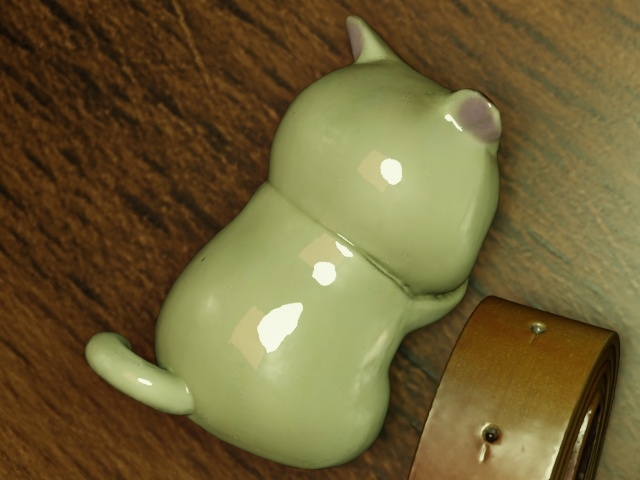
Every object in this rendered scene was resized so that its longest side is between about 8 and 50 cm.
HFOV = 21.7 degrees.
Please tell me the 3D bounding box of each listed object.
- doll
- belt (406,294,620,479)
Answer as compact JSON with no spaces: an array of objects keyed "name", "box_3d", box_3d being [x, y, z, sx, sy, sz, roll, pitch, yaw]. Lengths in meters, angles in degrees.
[{"name":"doll","box_3d":[0.006,0.024,1.394,0.370,0.226,0.215,-50,44,2]},{"name":"belt","box_3d":[0.143,0.221,1.333,0.122,0.217,0.338,17,96,19]}]
